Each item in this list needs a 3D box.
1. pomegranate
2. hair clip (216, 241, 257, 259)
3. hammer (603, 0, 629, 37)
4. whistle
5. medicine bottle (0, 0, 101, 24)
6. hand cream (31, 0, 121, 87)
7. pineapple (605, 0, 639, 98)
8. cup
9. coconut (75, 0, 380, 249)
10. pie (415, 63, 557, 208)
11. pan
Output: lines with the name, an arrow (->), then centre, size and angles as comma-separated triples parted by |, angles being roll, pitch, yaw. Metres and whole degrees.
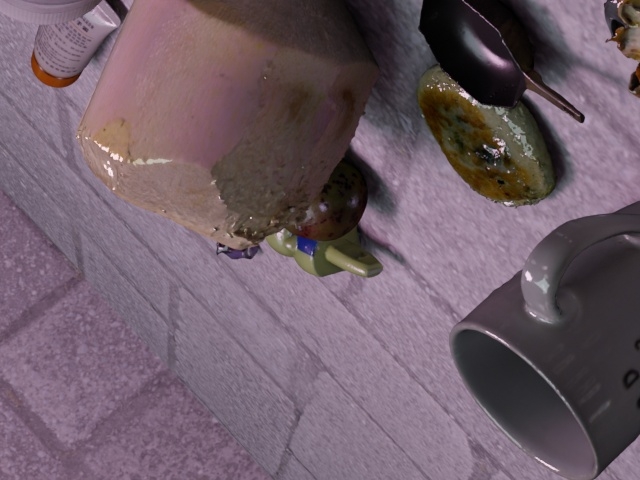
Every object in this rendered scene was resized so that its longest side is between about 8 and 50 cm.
pomegranate -> -0.003, -0.060, 1.968 | 0.130, 0.130, 0.130 | 43, 161, 19
hair clip -> -0.160, -0.042, 2.485 | 0.124, 0.052, 0.195 | 30, 149, 33
hammer -> 0.302, -0.137, 1.280 | 0.182, 0.017, 0.062 | 46, 162, 7
whistle -> 0.000, 0.000, 2.125 | 0.227, 0.105, 0.085 | 28, 122, 45
medicine bottle -> -0.324, -0.399, 1.842 | 0.245, 0.245, 0.306 | 50, 163, 0
hand cream -> -0.387, -0.331, 2.380 | 0.139, 0.089, 0.314 | 49, 158, -3
pineapple -> 0.322, -0.133, 1.132 | 0.236, 0.114, 0.186 | 45, 163, -18
cup -> 0.256, 0.058, 1.419 | 0.186, 0.234, 0.258 | 36, 159, 34
coconut -> -0.090, -0.171, 1.694 | 0.298, 0.309, 0.297 | 27, -167, -7
pie -> 0.170, -0.106, 1.604 | 0.187, 0.041, 0.187 | 42, 159, 20
pan -> 0.179, -0.164, 1.456 | 0.202, 0.048, 0.128 | 45, 163, 17
